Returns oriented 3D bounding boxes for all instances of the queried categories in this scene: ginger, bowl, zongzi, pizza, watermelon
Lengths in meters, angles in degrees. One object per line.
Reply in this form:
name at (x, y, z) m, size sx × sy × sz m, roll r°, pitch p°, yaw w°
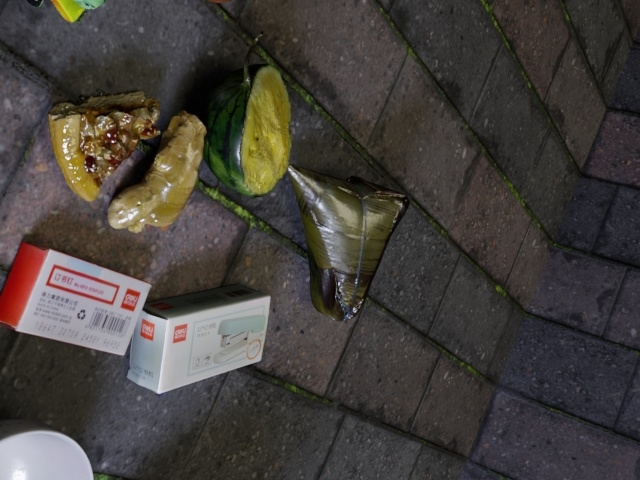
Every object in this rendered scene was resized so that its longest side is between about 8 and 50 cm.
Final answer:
ginger at (-0.226, -0.088, 1.341) m, size 0.115 × 0.081 × 0.205 m, roll 37°, pitch 95°, yaw -32°
bowl at (-0.456, 0.360, 1.180) m, size 0.287 × 0.143 × 0.287 m, roll -29°, pitch 128°, yaw -47°
zongzi at (0.000, 0.000, 1.707) m, size 0.300 × 0.138 × 0.286 m, roll 17°, pitch 99°, yaw -43°
pizza at (-0.286, -0.149, 1.251) m, size 0.194 × 0.069 × 0.154 m, roll -44°, pitch 138°, yaw -36°
watermelon at (-0.127, -0.180, 1.411) m, size 0.232 × 0.127 × 0.204 m, roll 64°, pitch 39°, yaw -56°

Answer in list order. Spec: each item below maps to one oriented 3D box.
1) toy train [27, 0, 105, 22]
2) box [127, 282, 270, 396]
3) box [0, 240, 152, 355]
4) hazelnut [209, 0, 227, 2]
toy train at (-0.250, -0.398, 1.108) m, size 0.296 × 0.160 × 0.100 m, roll -58°, pitch 151°, yaw -19°
box at (-0.202, 0.163, 1.514) m, size 0.269 × 0.079 × 0.135 m, roll -8°, pitch 112°, yaw -54°
box at (-0.352, 0.088, 1.287) m, size 0.229 × 0.050 × 0.123 m, roll 27°, pitch 81°, yaw -56°
hazelnut at (-0.142, -0.415, 1.278) m, size 0.154 × 0.143 × 0.143 m, roll -7°, pitch 111°, yaw -53°
